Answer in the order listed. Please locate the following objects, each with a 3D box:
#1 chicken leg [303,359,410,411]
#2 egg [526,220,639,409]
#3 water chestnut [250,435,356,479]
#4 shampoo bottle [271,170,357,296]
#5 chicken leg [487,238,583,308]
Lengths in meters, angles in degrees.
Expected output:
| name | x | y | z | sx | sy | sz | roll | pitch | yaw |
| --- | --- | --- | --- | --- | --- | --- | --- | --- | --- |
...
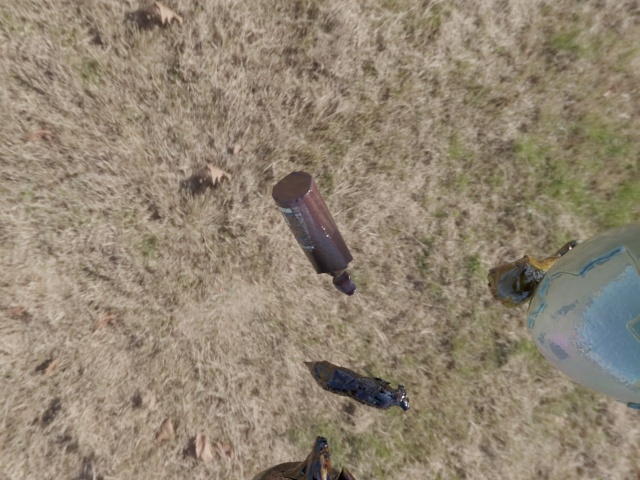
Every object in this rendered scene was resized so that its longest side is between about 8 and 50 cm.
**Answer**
| name | x | y | z | sx | sy | sz | roll | pitch | yaw |
| --- | --- | --- | --- | --- | --- | --- | --- | --- | --- |
| chicken leg | 0.070 | 0.297 | 0.933 | 0.233 | 0.105 | 0.063 | 19 | 72 | 3 |
| egg | 0.488 | 0.113 | 0.674 | 0.335 | 0.278 | 0.279 | -17 | 97 | 10 |
| water chestnut | -0.018 | 0.525 | 0.859 | 0.299 | 0.300 | 0.300 | -1 | 92 | -15 |
| shampoo bottle | 0.002 | 0.000 | 0.687 | 0.067 | 0.068 | 0.236 | -23 | 137 | 5 |
| chicken leg | 0.432 | 0.060 | 0.890 | 0.251 | 0.107 | 0.087 | -20 | 82 | -21 |
